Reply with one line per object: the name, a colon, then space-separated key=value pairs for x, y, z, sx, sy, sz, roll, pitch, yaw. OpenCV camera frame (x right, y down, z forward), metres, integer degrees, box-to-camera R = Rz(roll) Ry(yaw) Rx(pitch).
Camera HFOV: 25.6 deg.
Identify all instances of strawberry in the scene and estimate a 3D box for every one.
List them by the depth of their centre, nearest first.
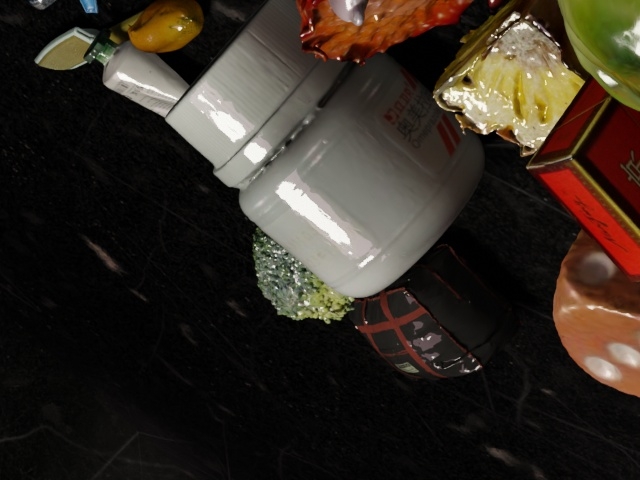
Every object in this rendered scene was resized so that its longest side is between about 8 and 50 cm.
strawberry: x=0.060 y=-0.290 z=1.327 sx=0.178 sy=0.234 sz=0.234 roll=64 pitch=162 yaw=19

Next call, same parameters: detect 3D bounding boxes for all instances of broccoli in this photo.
broccoli: x=-0.002 y=-0.002 z=1.880 sx=0.176 sy=0.226 sz=0.198 roll=41 pitch=-175 yaw=-37

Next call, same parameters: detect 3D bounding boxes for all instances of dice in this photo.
dice: x=0.367 y=0.060 z=1.508 sx=0.179 sy=0.175 sz=0.174 roll=14 pitch=147 yaw=33

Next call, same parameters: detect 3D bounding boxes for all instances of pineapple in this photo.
pineapple: x=0.223 y=-0.175 z=1.382 sx=0.236 sy=0.114 sz=0.186 roll=8 pitch=144 yaw=30

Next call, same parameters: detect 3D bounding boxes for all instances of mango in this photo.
mango: x=-0.187 y=-0.269 z=1.758 sx=0.127 sy=0.077 sz=0.063 roll=-8 pitch=134 yaw=48

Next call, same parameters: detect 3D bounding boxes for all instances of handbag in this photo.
handbag: x=0.143 y=0.096 z=1.883 sx=0.169 sy=0.155 sz=0.215 roll=49 pitch=156 yaw=-10

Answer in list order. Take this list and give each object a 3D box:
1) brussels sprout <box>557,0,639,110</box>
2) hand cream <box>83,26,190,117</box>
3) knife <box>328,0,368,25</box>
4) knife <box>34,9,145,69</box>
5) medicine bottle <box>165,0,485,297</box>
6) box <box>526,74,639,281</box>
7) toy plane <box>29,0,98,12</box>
brussels sprout: x=0.310 y=-0.201 z=1.003 sx=0.344 sy=0.268 sz=0.344 roll=25 pitch=159 yaw=10
hand cream: x=-0.167 y=-0.173 z=1.911 sx=0.336 sy=0.076 sz=0.121 roll=34 pitch=162 yaw=-18
knife: x=-0.027 y=-0.312 z=1.241 sx=0.398 sy=0.038 sz=0.132 roll=-118 pitch=23 yaw=-50
knife: x=-0.319 y=-0.281 z=1.962 sx=0.061 sy=0.027 sz=0.343 roll=27 pitch=160 yaw=-28
medicine bottle: x=0.004 y=-0.111 z=1.586 sx=0.306 sy=0.245 sz=0.245 roll=40 pitch=155 yaw=-10
box: x=0.300 y=-0.102 z=1.223 sx=0.153 sy=0.239 sz=0.074 roll=47 pitch=156 yaw=-22
toy plane: x=-0.348 y=-0.360 z=1.785 sx=0.271 sy=0.105 sz=0.254 roll=15 pitch=162 yaw=46
